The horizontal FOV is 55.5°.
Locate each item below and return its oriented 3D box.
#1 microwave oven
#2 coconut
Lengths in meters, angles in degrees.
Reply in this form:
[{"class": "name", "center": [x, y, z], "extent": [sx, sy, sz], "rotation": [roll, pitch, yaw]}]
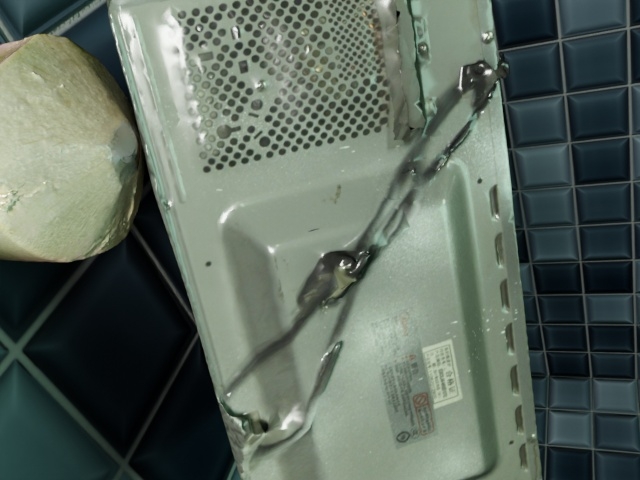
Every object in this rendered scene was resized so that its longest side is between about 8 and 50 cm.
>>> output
[{"class": "microwave oven", "center": [0.000, 0.000, 0.543], "extent": [0.374, 0.237, 0.431], "rotation": [-134, -149, -71]}, {"class": "coconut", "center": [-0.190, -0.055, 0.409], "extent": [0.147, 0.153, 0.146], "rotation": [6, 84, -63]}]
